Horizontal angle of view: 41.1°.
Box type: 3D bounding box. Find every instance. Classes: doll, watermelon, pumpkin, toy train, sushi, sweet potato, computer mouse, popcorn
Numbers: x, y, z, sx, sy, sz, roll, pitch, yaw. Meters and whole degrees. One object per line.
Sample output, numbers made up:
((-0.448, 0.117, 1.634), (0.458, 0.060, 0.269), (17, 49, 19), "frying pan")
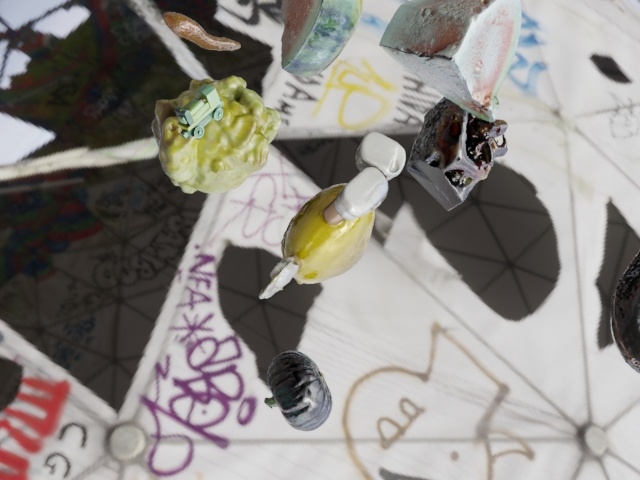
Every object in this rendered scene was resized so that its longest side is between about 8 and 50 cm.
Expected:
((0.024, -0.027, 1.683), (0.423, 0.161, 0.348), (-49, 174, 24), "doll")
((-0.026, -0.563, 2.208), (0.201, 0.213, 0.262), (40, -71, 29), "watermelon")
((0.315, -0.410, 1.777), (0.289, 0.320, 0.214), (-42, -171, 19), "watermelon")
((-0.049, 0.354, 2.010), (0.150, 0.194, 0.194), (-41, -161, -19), "pumpkin")
((-0.256, -0.271, 1.810), (0.050, 0.081, 0.122), (26, -121, 31), "toy train")
((0.343, -0.244, 2.095), (0.227, 0.215, 0.212), (-45, 180, -19), "sushi")
((-0.272, -0.477, 1.990), (0.050, 0.214, 0.050), (-21, -119, 44), "sweet potato")
((0.619, 0.101, 1.521), (0.323, 0.183, 0.116), (-51, -173, -23), "computer mouse")
((-0.252, -0.260, 2.068), (0.312, 0.312, 0.312), (-41, -153, 26), "popcorn")
